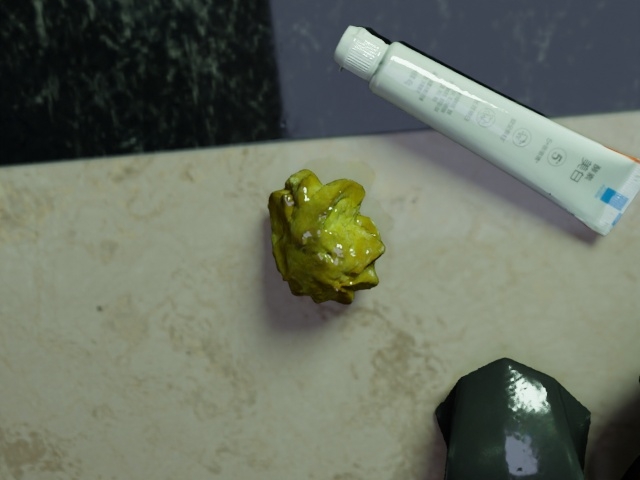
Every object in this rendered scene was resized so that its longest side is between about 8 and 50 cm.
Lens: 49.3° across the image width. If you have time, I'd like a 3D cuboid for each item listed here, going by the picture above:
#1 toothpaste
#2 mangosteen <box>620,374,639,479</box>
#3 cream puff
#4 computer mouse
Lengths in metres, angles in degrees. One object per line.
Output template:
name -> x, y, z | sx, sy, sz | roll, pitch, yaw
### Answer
toothpaste -> 0.095, -0.067, 0.401 | 0.190, 0.031, 0.048 | 29, 107, -1
mangosteen -> 0.256, 0.160, 0.343 | 0.243, 0.243, 0.243 | 3, 107, 11
cream puff -> 0.000, 0.000, 0.423 | 0.083, 0.058, 0.083 | 20, 111, 7
computer mouse -> 0.126, 0.158, 0.445 | 0.099, 0.057, 0.172 | -6, 107, 16
